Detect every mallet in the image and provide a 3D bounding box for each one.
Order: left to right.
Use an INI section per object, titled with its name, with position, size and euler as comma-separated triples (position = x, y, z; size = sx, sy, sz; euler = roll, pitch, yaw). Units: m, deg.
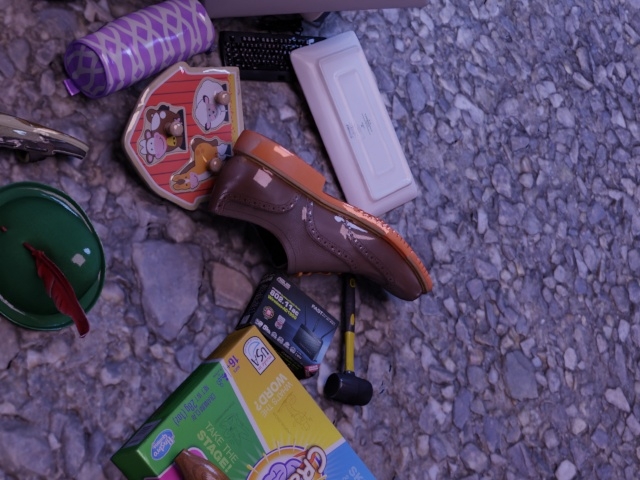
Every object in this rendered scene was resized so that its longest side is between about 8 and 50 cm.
[mallet]
position = 0.047, 0.138, 1.675
size = 0.062, 0.039, 0.189
euler = 26, 56, -30

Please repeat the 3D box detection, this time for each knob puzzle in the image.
[knob puzzle]
position = -0.169, -0.133, 1.556
size = 0.213, 0.030, 0.213
euler = -6, 99, -43

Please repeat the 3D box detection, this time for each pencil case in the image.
[pencil case]
position = -0.230, -0.249, 1.552
size = 0.206, 0.088, 0.086
euler = -31, 98, -41

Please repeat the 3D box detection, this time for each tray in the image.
[tray]
position = 0.059, -0.170, 1.775
size = 0.145, 0.030, 0.270
euler = -27, 98, -40

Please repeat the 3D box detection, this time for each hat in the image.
[hat]
position = -0.275, 0.007, 1.362
size = 0.173, 0.183, 0.208
euler = -19, 87, -41

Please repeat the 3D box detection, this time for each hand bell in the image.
[hand bell]
position = -0.074, 0.327, 1.394
size = 0.242, 0.126, 0.126
euler = 44, 52, -4

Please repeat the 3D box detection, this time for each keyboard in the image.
[keyboard]
position = -0.058, -0.279, 1.732
size = 0.192, 0.038, 0.100
euler = -5, 77, -40

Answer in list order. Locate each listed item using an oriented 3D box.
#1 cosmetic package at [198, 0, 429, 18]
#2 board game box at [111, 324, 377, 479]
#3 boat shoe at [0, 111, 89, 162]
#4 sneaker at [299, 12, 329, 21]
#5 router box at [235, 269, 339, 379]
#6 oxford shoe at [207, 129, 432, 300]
[cosmetic package]
position = -0.009, -0.524, 1.540
size = 0.327, 0.393, 0.329
euler = -5, 70, -6
[board game box]
position = -0.071, 0.302, 1.500
size = 0.316, 0.064, 0.242
euler = 52, 51, -12
[boat shoe]
position = -0.347, -0.116, 1.441
size = 0.152, 0.056, 0.049
euler = 17, 89, -39
[sneaker]
position = 0.085, -0.428, 1.835
size = 0.148, 0.131, 0.350
euler = 39, 54, -16
[router box]
position = -0.042, 0.113, 1.607
size = 0.122, 0.038, 0.092
euler = 41, 53, -21
[oxford shoe]
position = 0.000, 0.000, 1.640
size = 0.364, 0.130, 0.132
euler = 35, 82, -26
